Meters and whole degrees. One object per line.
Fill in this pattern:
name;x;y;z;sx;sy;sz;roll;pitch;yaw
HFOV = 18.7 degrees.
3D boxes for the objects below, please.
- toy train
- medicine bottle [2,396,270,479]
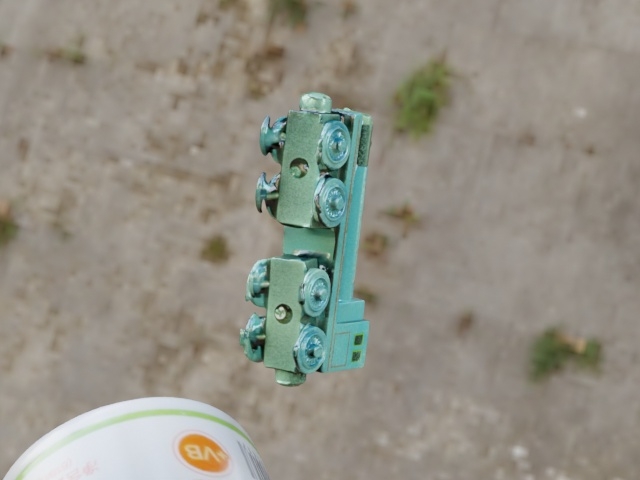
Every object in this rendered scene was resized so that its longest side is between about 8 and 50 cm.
toy train;0.000;0.000;0.607;0.029;0.092;0.045;12;9;35
medicine bottle;-0.031;0.132;0.532;0.086;0.086;0.183;20;28;-35
